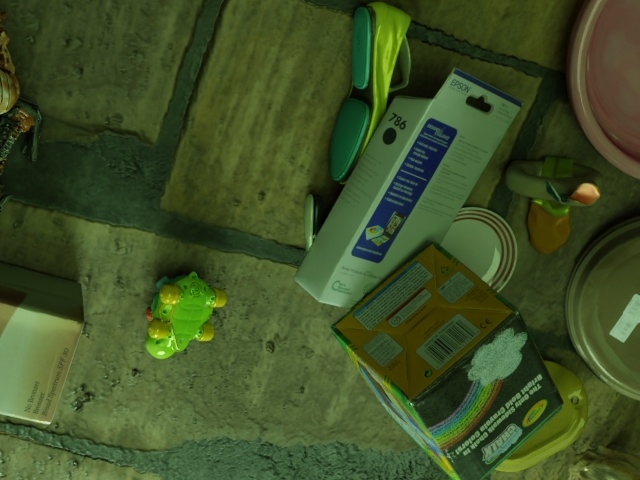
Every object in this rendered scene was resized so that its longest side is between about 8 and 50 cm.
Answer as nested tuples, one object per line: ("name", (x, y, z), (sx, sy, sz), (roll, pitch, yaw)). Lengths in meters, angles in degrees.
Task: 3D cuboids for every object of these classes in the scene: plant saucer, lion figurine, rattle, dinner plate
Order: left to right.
("dinner plate", (0.193, 0.021, 1.798), (0.141, 0.017, 0.141), (-4, 111, -12))
("rattle", (0.297, -0.029, 1.704), (0.130, 0.199, 0.142), (15, 105, -17))
("lion figurine", (0.400, 0.486, 1.945), (0.240, 0.142, 0.392), (23, 107, -11))
("plant saucer", (0.466, 0.098, 1.811), (0.278, 0.041, 0.277), (4, 108, 14))
("plant saucer", (0.464, -0.239, 1.731), (0.332, 0.084, 0.332), (-4, 110, -12))

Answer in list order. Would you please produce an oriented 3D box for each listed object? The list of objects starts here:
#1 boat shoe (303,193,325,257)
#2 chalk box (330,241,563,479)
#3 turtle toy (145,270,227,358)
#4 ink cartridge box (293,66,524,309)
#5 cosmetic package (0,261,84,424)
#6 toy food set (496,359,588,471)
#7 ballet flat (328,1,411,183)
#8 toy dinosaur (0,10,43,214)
("boat shoe", (0.000, -0.001, 1.730), (0.042, 0.049, 0.133), (-6, 117, -6))
("chalk box", (0.175, 0.179, 1.731), (0.180, 0.179, 0.289), (-39, 136, -8))
("turtle toy", (-0.183, 0.095, 1.712), (0.095, 0.066, 0.130), (7, 111, -40))
("ink cartridge box", (0.111, -0.063, 1.689), (0.165, 0.065, 0.332), (18, 107, -48))
("cosmetic package", (-0.447, 0.101, 1.623), (0.296, 0.129, 0.153), (15, 106, -17))
("toy food set", (0.262, 0.250, 1.873), (0.218, 0.071, 0.128), (-26, 89, -5))
("ballet flat", (0.069, -0.179, 1.673), (0.077, 0.077, 0.230), (1, 108, -27))
("toy dinosaur", (-0.426, -0.169, 1.549), (0.219, 0.164, 0.321), (-1, 91, -27))
